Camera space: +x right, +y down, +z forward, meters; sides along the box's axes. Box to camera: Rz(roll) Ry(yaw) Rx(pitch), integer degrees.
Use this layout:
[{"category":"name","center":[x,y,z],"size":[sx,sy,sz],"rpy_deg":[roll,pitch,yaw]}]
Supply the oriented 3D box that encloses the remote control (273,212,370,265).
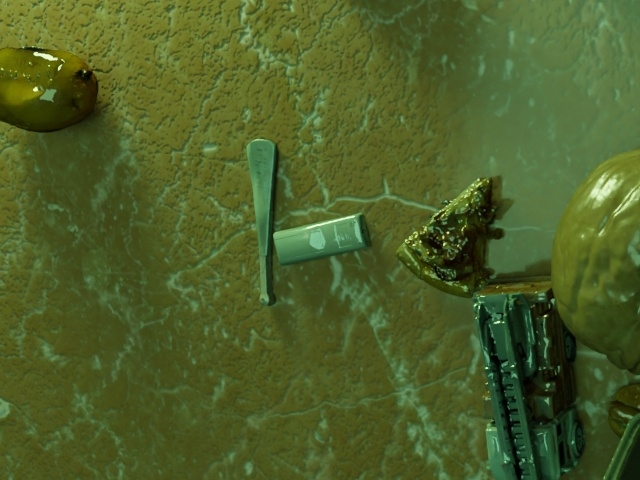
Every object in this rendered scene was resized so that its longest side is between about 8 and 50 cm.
[{"category":"remote control","center":[0.000,0.000,1.953],"size":[0.162,0.029,0.061],"rpy_deg":[-13,94,26]}]

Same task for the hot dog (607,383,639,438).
[{"category":"hot dog","center":[0.537,0.287,1.726],"size":[0.249,0.068,0.100],"rpy_deg":[21,108,21]}]

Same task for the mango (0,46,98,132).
[{"category":"mango","center":[-0.501,-0.259,2.082],"size":[0.248,0.156,0.151],"rpy_deg":[5,136,23]}]

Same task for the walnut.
[{"category":"walnut","center":[0.456,0.034,1.616],"size":[0.252,0.277,0.313],"rpy_deg":[43,128,54]}]

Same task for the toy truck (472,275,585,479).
[{"category":"toy truck","center":[0.299,0.232,1.764],"size":[0.133,0.184,0.338],"rpy_deg":[-4,97,27]}]

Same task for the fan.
[{"category":"fan","center":[-0.097,-0.029,2.000],"size":[0.057,0.023,0.282],"rpy_deg":[4,99,23]}]

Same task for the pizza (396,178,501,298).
[{"category":"pizza","center":[0.212,-0.011,1.828],"size":[0.154,0.069,0.194],"rpy_deg":[32,112,18]}]

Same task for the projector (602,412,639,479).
[{"category":"projector","center":[0.502,0.413,1.618],"size":[0.248,0.248,0.249],"rpy_deg":[18,132,22]}]
